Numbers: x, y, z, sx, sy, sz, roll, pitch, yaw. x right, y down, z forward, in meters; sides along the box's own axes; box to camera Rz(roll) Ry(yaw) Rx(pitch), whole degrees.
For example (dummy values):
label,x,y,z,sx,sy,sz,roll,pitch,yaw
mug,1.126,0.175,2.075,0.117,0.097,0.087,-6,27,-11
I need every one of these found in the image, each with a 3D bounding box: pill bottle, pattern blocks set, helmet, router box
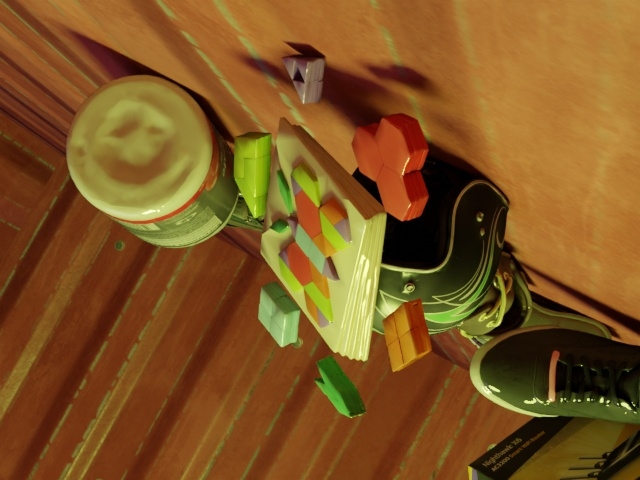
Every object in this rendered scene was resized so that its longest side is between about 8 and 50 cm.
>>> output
label,x,y,z,sx,sy,sz,roll,pitch,yaw
pill bottle,-0.200,-0.086,1.585,0.176,0.176,0.318,28,174,10
pattern blocks set,0.000,0.000,1.035,0.285,0.026,0.325,41,141,45
helmet,0.082,0.010,1.116,0.169,0.161,0.169,29,174,3
router box,0.399,0.319,1.719,0.243,0.309,0.081,23,131,44

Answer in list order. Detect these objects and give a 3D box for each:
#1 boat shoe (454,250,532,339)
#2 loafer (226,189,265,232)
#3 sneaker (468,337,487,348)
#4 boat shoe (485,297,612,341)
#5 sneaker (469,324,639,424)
label,x,y,z,sx,sy,sz,roll,pitch,yaw
boat shoe,0.167,0.051,1.345,0.096,0.117,0.324,22,177,18
loafer,-0.078,-0.055,1.827,0.267,0.096,0.084,25,158,-37
sneaker,0.310,0.142,1.779,0.223,0.083,0.098,33,145,7
boat shoe,0.263,0.111,1.546,0.227,0.081,0.069,23,168,30
sneaker,0.319,0.150,1.332,0.295,0.105,0.147,9,174,-12
